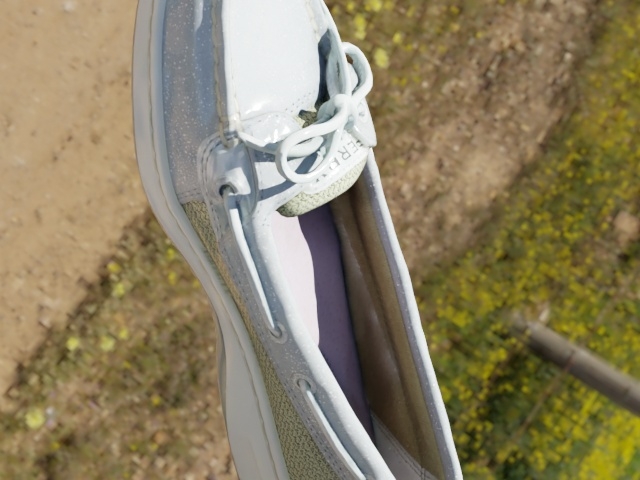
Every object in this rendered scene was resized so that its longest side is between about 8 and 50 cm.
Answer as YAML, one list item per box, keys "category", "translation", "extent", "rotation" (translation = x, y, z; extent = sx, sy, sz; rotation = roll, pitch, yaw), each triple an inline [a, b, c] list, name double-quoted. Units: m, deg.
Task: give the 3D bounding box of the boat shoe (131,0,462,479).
- category: "boat shoe"
  translation: [-0.001, 0.002, 0.596]
  extent: [0.118, 0.103, 0.320]
  rotation: [-34, 120, -49]
